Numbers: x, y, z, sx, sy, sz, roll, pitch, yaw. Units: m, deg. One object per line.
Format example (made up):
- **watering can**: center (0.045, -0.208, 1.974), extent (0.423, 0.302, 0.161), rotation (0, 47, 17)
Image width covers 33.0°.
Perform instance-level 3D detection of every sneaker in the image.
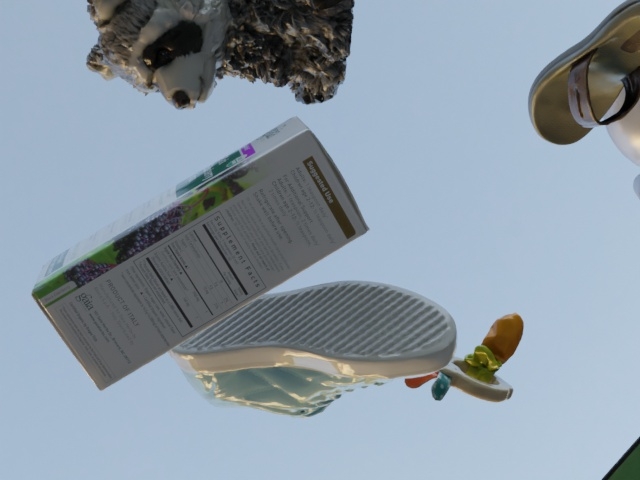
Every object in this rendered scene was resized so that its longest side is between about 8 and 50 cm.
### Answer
- **sneaker**: center (0.000, 0.144, 1.313), extent (0.135, 0.366, 0.150), rotation (-65, -36, -42)

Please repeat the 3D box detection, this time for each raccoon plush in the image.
- **raccoon plush**: center (-0.118, -0.320, 1.313), extent (0.299, 0.446, 0.216), rotation (4, -49, -5)

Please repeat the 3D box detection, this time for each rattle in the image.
- **rattle**: center (0.237, 0.183, 1.717), extent (0.200, 0.130, 0.143), rotation (18, -63, -37)

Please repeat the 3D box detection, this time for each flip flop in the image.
- **flip flop**: center (0.335, -0.183, 1.264), extent (0.112, 0.080, 0.277), rotation (9, -26, -20)

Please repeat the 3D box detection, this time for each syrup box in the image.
- **syrup box**: center (-0.090, 0.005, 0.826), extent (0.237, 0.093, 0.096), rotation (-32, -75, 0)

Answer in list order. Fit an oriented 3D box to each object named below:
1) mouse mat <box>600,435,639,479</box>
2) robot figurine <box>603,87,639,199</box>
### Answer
- **mouse mat**: center (0.276, 0.185, 0.836), extent (0.152, 0.007, 0.189), rotation (-45, -45, -10)
- **robot figurine**: center (0.512, -0.198, 1.568), extent (0.200, 0.353, 0.300), rotation (11, -80, 13)
